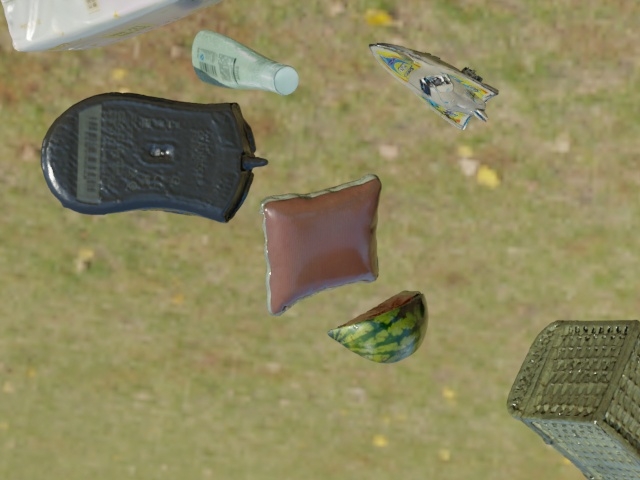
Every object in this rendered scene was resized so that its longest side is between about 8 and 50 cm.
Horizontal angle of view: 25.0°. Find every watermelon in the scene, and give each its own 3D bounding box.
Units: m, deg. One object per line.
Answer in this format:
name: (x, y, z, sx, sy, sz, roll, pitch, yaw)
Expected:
watermelon: (0.099, 0.103, 1.897, 0.163, 0.087, 0.069, -27, 154, -44)

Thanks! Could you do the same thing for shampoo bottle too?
shampoo bottle: (-0.093, -0.209, 1.737, 0.041, 0.069, 0.191, -11, -160, -33)

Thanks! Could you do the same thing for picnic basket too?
picnic basket: (0.321, 0.189, 1.564, 0.196, 0.134, 0.154, 40, 153, -28)

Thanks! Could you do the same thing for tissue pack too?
tissue pack: (-0.242, -0.309, 1.721, 0.225, 0.124, 0.185, -16, -178, 19)

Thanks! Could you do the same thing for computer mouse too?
computer mouse: (-0.194, -0.098, 1.694, 0.264, 0.147, 0.088, 5, -177, -12)

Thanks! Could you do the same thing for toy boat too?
toy boat: (0.153, -0.231, 2.046, 0.210, 0.066, 0.084, 25, 132, -24)

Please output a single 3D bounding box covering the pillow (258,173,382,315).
pillow: (0.000, 0.000, 1.917, 0.179, 0.171, 0.075, -16, -148, -26)
